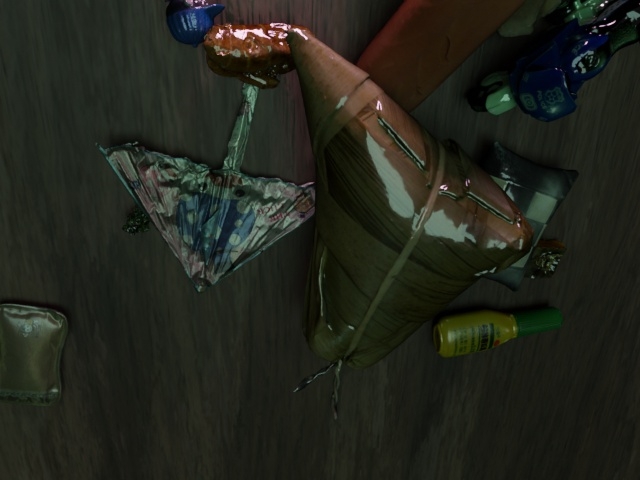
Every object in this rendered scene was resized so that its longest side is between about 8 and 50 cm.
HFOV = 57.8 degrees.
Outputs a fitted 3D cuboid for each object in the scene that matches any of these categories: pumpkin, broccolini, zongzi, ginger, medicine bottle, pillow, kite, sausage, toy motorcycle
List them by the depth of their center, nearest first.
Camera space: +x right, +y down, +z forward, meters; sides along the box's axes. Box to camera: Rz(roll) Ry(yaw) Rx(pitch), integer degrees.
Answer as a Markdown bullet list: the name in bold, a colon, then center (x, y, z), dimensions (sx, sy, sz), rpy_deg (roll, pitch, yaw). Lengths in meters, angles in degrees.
- **sausage**: center (0.154, -0.286, 0.804), dimensions (0.121, 0.121, 0.304), rpy_deg (20, 151, -20)
- **ginger**: center (-0.092, -0.266, 0.845), dimensions (0.162, 0.103, 0.073), rpy_deg (-8, 82, -18)
- **toy motorcycle**: center (0.387, -0.286, 0.875), dimensions (0.331, 0.196, 0.125), rpy_deg (-32, 117, 7)
- **zongzi**: center (0.002, -0.011, 0.940), dimensions (0.467, 0.218, 0.500), rpy_deg (37, 118, -12)
- **kite**: center (-0.158, -0.076, 0.942), dimensions (0.406, 0.014, 0.368), rpy_deg (10, 106, -23)
- **broccolini**: center (-0.229, -0.047, 0.958), dimensions (0.194, 0.054, 0.052), rpy_deg (-10, 98, -9)
- **pillow**: center (-0.517, 0.207, 1.027), dimensions (0.130, 0.033, 0.217), rpy_deg (12, 113, -15)
- **pillow**: center (0.330, -0.039, 1.036), dimensions (0.186, 0.106, 0.249), rpy_deg (17, 107, -19)
- **pumpkin**: center (0.427, 0.038, 1.123), dimensions (0.083, 0.054, 0.074), rpy_deg (3, 120, -18)
- **medicine bottle**: center (0.358, 0.175, 1.171), dimensions (0.261, 0.064, 0.095), rpy_deg (-9, 117, -8)

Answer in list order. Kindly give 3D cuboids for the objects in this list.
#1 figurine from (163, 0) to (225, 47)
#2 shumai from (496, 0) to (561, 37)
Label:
- **figurine**: center (-0.200, -0.337, 0.801), dimensions (0.136, 0.077, 0.079), rpy_deg (45, 61, -29)
- **shumai**: center (0.259, -0.461, 0.813), dimensions (0.346, 0.217, 0.283), rpy_deg (-16, 151, 11)
